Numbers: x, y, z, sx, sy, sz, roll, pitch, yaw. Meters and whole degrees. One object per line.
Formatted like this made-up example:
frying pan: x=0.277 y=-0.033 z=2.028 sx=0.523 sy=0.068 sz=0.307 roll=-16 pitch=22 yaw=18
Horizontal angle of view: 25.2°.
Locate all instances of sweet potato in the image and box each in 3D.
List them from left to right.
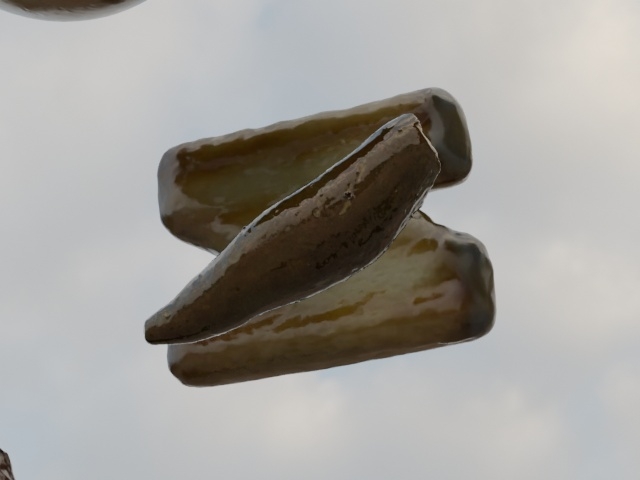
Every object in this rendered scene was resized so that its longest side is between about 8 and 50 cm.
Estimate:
sweet potato: x=-0.016 y=0.009 z=0.985 sx=0.243 sy=0.077 sz=0.077 roll=-39 pitch=-38 yaw=2

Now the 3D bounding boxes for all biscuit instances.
biscuit: x=0.000 y=0.000 z=1.242 sx=0.290 sy=0.237 sz=0.062 roll=-12 pitch=-23 yaw=11

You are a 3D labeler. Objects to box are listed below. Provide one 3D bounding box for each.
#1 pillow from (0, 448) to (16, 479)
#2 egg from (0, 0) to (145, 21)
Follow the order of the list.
pillow: x=-0.266 y=0.363 z=1.043 sx=0.308 sy=0.305 sz=0.108 roll=-46 pitch=-31 yaw=3
egg: x=-0.198 y=-0.360 z=1.119 sx=0.301 sy=0.301 sz=0.374 roll=10 pitch=-85 yaw=-32
